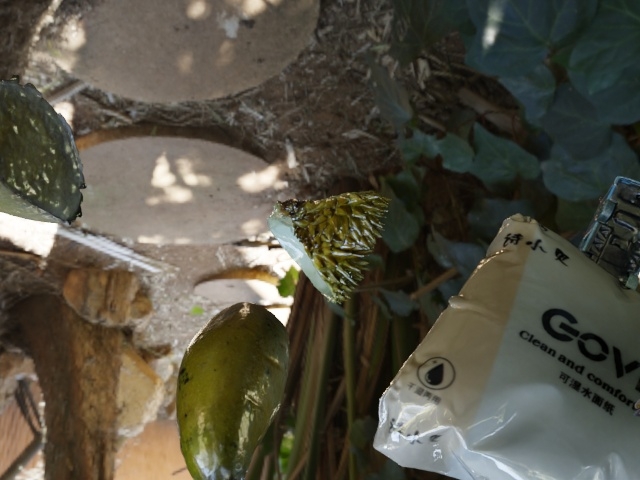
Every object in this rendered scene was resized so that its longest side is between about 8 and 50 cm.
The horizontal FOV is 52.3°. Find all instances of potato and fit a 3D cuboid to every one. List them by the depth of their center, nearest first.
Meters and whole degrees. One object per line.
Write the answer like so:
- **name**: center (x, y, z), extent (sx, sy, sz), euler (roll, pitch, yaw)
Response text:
- **potato**: center (-0.374, -0.114, 0.730), extent (0.098, 0.138, 0.243), euler (-2, 160, 19)

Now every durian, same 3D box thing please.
- **durian**: center (0.000, 0.000, 0.789), extent (0.139, 0.144, 0.252), euler (16, -179, -4)

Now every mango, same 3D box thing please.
- **mango**: center (-0.138, 0.220, 0.973), extent (0.176, 0.329, 0.176), euler (-39, 98, 24)

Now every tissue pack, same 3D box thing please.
- **tissue pack**: center (0.294, 0.189, 0.771), extent (0.376, 0.390, 0.195), euler (37, 146, 7)

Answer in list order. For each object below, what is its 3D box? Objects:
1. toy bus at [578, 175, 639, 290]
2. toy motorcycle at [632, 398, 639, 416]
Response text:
- **toy bus**: center (0.420, 0.011, 0.940), extent (0.090, 0.184, 0.106), euler (27, 171, 17)
- **toy motorcycle**: center (0.381, 0.052, 0.410), extent (0.134, 0.207, 0.401), euler (18, 138, -10)
